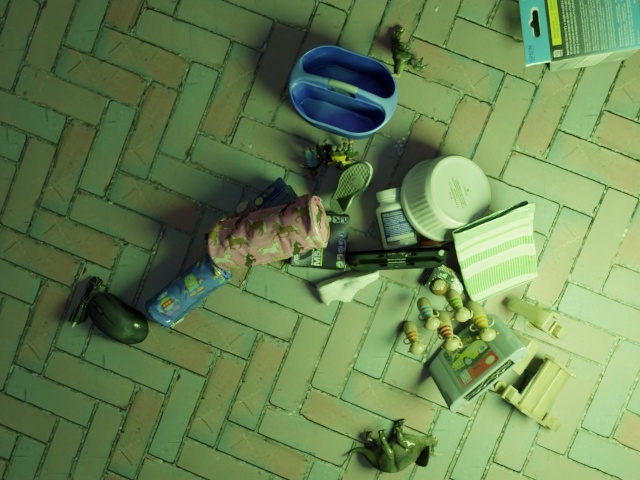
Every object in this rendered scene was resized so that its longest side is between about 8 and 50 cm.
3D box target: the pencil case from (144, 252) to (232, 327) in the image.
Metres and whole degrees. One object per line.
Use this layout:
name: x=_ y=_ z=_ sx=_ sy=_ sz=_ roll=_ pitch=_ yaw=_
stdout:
pencil case: x=-0.430 y=0.167 z=1.381 sx=0.306 sy=0.119 sz=0.133 roll=-39 pitch=68 yaw=3

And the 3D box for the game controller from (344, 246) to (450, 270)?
game controller: x=0.238 y=0.051 z=1.311 sx=0.318 sy=0.166 sz=0.067 roll=-4 pitch=71 yaw=9

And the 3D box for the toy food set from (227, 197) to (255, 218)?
toy food set: x=-0.269 y=-0.078 z=1.419 sx=0.122 sy=0.019 sz=0.078 roll=-40 pitch=90 yaw=-4

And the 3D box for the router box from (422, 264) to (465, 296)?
router box: x=0.414 y=0.135 z=1.382 sx=0.122 sy=0.038 sz=0.092 roll=28 pitch=93 yaw=1

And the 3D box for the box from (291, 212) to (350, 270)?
box: x=0.000 y=0.000 z=1.394 sx=0.183 sy=0.045 sz=0.191 roll=6 pitch=92 yaw=1

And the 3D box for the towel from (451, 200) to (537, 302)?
towel: x=0.549 y=0.048 z=1.286 sx=0.247 sy=0.038 sz=0.325 roll=-23 pitch=128 yaw=4

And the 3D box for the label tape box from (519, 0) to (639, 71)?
label tape box: x=0.786 y=-0.677 z=1.304 sx=0.346 sy=0.115 sz=0.250 roll=-8 pitch=91 yaw=6

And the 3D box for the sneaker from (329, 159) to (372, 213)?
sneaker: x=0.119 y=-0.199 z=1.301 sx=0.086 sy=0.226 sz=0.163 roll=40 pitch=53 yaw=2

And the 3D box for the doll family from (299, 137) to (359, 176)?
doll family: x=0.028 y=-0.268 z=1.365 sx=0.192 sy=0.111 sz=0.076 roll=2 pitch=55 yaw=9

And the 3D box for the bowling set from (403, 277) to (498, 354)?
bowling set: x=0.373 y=0.234 z=1.286 sx=0.286 sy=0.154 sz=0.200 roll=-22 pitch=122 yaw=10

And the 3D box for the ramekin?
ramekin: x=0.395 y=-0.138 z=1.283 sx=0.272 sy=0.127 sz=0.273 roll=4 pitch=78 yaw=-19

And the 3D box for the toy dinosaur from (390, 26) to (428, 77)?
toy dinosaur: x=0.273 y=-0.570 z=1.321 sx=0.118 sy=0.064 sz=0.269 roll=16 pitch=53 yaw=-11

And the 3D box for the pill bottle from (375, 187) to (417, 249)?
pill bottle: x=0.238 y=-0.071 z=1.347 sx=0.111 sy=0.112 sz=0.187 roll=-12 pitch=91 yaw=3

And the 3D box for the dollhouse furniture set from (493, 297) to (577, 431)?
dollhouse furniture set: x=0.698 y=0.399 z=1.375 sx=0.355 sy=0.173 sz=0.303 roll=37 pitch=88 yaw=-25

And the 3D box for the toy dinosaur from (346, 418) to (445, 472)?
toy dinosaur: x=0.241 y=0.692 z=1.370 sx=0.313 sy=0.121 sz=0.161 roll=-20 pitch=77 yaw=-1

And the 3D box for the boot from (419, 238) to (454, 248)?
boot: x=0.392 y=-0.017 z=1.374 sx=0.157 sy=0.059 sz=0.085 roll=-18 pitch=83 yaw=-1

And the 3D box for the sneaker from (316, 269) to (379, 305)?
sneaker: x=0.099 y=0.158 z=1.388 sx=0.212 sy=0.080 sz=0.094 roll=-18 pitch=103 yaw=10

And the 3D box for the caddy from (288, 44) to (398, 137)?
caddy: x=0.070 y=-0.458 z=1.310 sx=0.340 sy=0.179 sz=0.242 roll=19 pitch=92 yaw=2

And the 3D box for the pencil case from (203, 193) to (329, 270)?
pencil case: x=-0.159 y=-0.023 z=1.285 sx=0.385 sy=0.160 sz=0.167 roll=-13 pitch=132 yaw=17

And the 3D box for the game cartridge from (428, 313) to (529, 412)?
game cartridge: x=0.476 y=0.371 z=1.306 sx=0.060 sy=0.196 sz=0.294 roll=39 pitch=103 yaw=-20

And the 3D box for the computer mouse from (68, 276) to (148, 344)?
computer mouse: x=-0.719 y=0.266 z=1.423 sx=0.272 sy=0.072 sz=0.189 roll=31 pitch=92 yaw=1

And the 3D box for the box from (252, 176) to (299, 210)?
box: x=-0.112 y=-0.082 z=1.368 sx=0.136 sy=0.036 sz=0.225 roll=-38 pitch=80 yaw=15
